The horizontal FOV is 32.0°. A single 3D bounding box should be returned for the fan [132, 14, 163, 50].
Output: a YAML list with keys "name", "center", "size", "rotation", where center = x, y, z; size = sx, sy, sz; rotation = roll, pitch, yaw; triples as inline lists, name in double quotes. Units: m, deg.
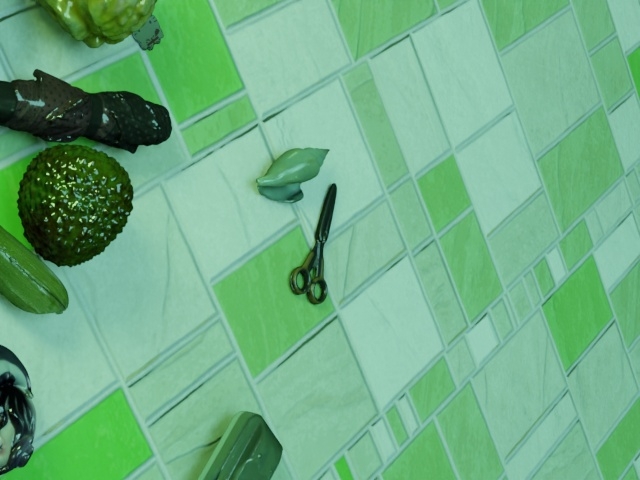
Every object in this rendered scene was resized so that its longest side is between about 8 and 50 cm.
- name: "fan"
  center: [-0.272, -0.331, 1.698]
  size: [0.056, 0.004, 0.083]
  rotation: [-49, 119, -36]

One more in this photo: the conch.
- name: "conch"
  center: [-0.046, -0.115, 1.873]
  size: [0.180, 0.088, 0.065]
  rotation: [-30, 63, -37]

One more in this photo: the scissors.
- name: "scissors"
  center: [0.000, 0.000, 1.930]
  size: [0.088, 0.017, 0.220]
  rotation: [32, 63, -38]

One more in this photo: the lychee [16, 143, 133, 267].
- name: "lychee"
  center: [-0.329, -0.046, 1.494]
  size: [0.171, 0.171, 0.171]
  rotation: [7, 80, -45]

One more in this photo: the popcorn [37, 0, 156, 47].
- name: "popcorn"
  center: [-0.308, -0.369, 1.545]
  size: [0.167, 0.186, 0.187]
  rotation: [-7, 82, -64]

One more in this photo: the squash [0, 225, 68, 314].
- name: "squash"
  center: [-0.420, 0.024, 1.459]
  size: [0.239, 0.069, 0.069]
  rotation: [47, 55, -29]

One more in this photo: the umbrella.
- name: "umbrella"
  center: [-0.346, -0.179, 1.547]
  size: [0.326, 0.094, 0.090]
  rotation: [6, 125, -47]

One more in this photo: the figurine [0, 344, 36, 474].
- name: "figurine"
  center: [-0.419, 0.241, 1.399]
  size: [0.145, 0.145, 0.222]
  rotation: [9, 88, -45]

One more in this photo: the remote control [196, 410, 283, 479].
- name: "remote control"
  center: [-0.155, 0.420, 1.672]
  size: [0.335, 0.066, 0.128]
  rotation: [-60, 137, -32]
